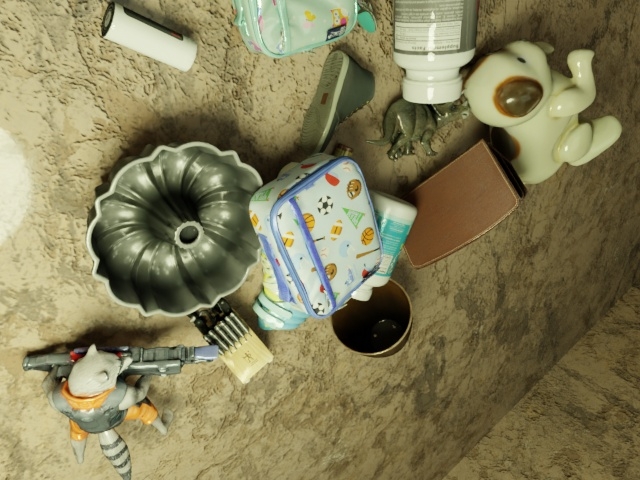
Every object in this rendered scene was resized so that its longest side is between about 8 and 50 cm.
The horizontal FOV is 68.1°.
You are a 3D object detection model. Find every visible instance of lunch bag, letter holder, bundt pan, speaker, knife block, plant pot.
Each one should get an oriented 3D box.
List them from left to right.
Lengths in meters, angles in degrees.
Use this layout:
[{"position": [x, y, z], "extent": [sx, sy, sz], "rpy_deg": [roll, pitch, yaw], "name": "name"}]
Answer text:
[{"position": [-0.268, -0.319, 0.751], "extent": [0.136, 0.055, 0.055], "rpy_deg": [13, 105, -41], "name": "speaker"}, {"position": [-0.261, -0.033, 0.864], "extent": [0.331, 0.124, 0.330], "rpy_deg": [-18, 124, -30], "name": "bundt pan"}, {"position": [-0.216, 0.199, 1.067], "extent": [0.088, 0.242, 0.275], "rpy_deg": [-40, 177, -14], "name": "knife block"}, {"position": [-0.055, -0.460, 0.809], "extent": [0.224, 0.108, 0.278], "rpy_deg": [-29, 128, -24], "name": "lunch bag"}, {"position": [0.000, 0.000, 0.929], "extent": [0.243, 0.115, 0.303], "rpy_deg": [-39, 126, -27], "name": "lunch bag"}, {"position": [0.164, 0.236, 1.311], "extent": [0.215, 0.215, 0.230], "rpy_deg": [-48, 148, -8], "name": "plant pot"}, {"position": [0.356, -0.062, 1.188], "extent": [0.302, 0.214, 0.152], "rpy_deg": [-37, 143, 30], "name": "letter holder"}]

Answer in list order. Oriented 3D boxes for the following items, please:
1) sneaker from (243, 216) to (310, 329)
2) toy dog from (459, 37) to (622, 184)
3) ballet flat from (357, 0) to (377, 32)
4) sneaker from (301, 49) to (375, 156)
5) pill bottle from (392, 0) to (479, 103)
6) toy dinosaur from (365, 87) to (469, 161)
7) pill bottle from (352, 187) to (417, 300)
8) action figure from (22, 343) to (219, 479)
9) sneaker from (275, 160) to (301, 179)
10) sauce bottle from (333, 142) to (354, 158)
[{"position": [-0.105, 0.088, 1.059], "extent": [0.208, 0.127, 0.319], "rpy_deg": [-43, 122, 2], "name": "sneaker"}, {"position": [0.527, -0.349, 1.257], "extent": [0.395, 0.284, 0.408], "rpy_deg": [-43, 135, 16], "name": "toy dog"}, {"position": [0.084, -0.474, 0.962], "extent": [0.114, 0.041, 0.041], "rpy_deg": [31, 92, -45], "name": "ballet flat"}, {"position": [0.045, -0.273, 1.006], "extent": [0.118, 0.083, 0.221], "rpy_deg": [11, 105, -42], "name": "sneaker"}, {"position": [0.240, -0.462, 0.996], "extent": [0.177, 0.176, 0.318], "rpy_deg": [-23, 126, -28], "name": "pill bottle"}, {"position": [0.208, -0.277, 1.135], "extent": [0.314, 0.121, 0.160], "rpy_deg": [-11, 108, -29], "name": "toy dinosaur"}, {"position": [0.127, 0.013, 1.183], "extent": [0.146, 0.146, 0.263], "rpy_deg": [10, 107, -41], "name": "pill bottle"}, {"position": [-0.358, 0.303, 0.887], "extent": [0.342, 0.178, 0.330], "rpy_deg": [-5, 137, -8], "name": "action figure"}, {"position": [-0.010, -0.050, 1.067], "extent": [0.100, 0.108, 0.271], "rpy_deg": [-42, 134, -15], "name": "sneaker"}, {"position": [0.036, -0.158, 1.091], "extent": [0.042, 0.042, 0.128], "rpy_deg": [13, 106, -42], "name": "sauce bottle"}]
